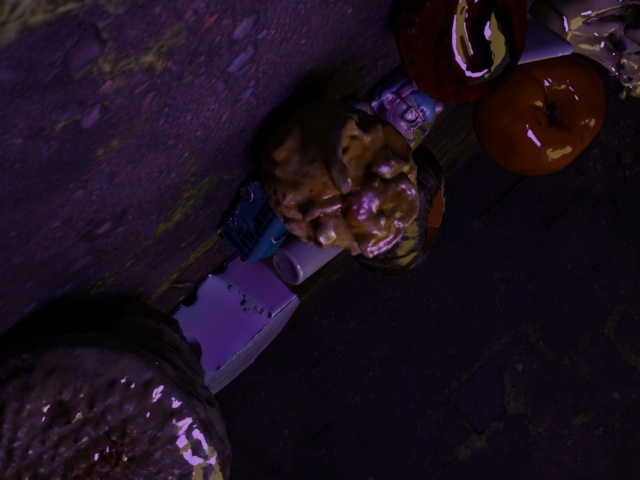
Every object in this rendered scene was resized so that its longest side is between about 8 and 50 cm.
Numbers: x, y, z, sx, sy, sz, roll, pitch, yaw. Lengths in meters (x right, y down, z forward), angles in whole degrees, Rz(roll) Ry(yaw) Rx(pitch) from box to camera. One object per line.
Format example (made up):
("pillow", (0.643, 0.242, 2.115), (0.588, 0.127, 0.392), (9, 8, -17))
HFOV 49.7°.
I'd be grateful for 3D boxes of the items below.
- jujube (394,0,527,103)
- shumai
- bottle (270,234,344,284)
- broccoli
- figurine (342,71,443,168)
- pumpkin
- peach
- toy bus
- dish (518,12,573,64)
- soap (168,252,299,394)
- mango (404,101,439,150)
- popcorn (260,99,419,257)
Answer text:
("jujube", (0.176, -0.280, 0.867), (0.168, 0.168, 0.236), (-40, 154, -12))
("shumai", (-0.294, 0.243, 0.991), (0.324, 0.398, 0.323), (-24, -155, 7))
("bottle", (0.000, 0.000, 1.640), (0.245, 0.104, 0.104), (-37, 170, -32))
("broccoli", (0.485, -0.390, 1.100), (0.272, 0.324, 0.334), (-57, 167, -21))
("figurine", (0.071, -0.182, 1.128), (0.260, 0.103, 0.205), (-41, 136, 6))
("pumpkin", (0.175, -0.065, 1.596), (0.320, 0.192, 0.321), (18, 90, -72))
("peach", (0.562, -0.339, 1.816), (0.342, 0.343, 0.301), (-42, -166, 0))
("toy bus", (-0.088, -0.037, 1.068), (0.079, 0.092, 0.160), (-33, 168, -42))
("dish", (0.258, -0.310, 1.092), (0.181, 0.080, 0.243), (-12, -166, -6))
("soap", (-0.198, 0.187, 1.503), (0.261, 0.156, 0.446), (-38, 170, -27))
("mango", (0.187, -0.230, 1.421), (0.165, 0.074, 0.091), (-42, 170, -1))
("popcorn", (0.033, -0.078, 0.922), (0.181, 0.235, 0.216), (-52, -162, -21))
